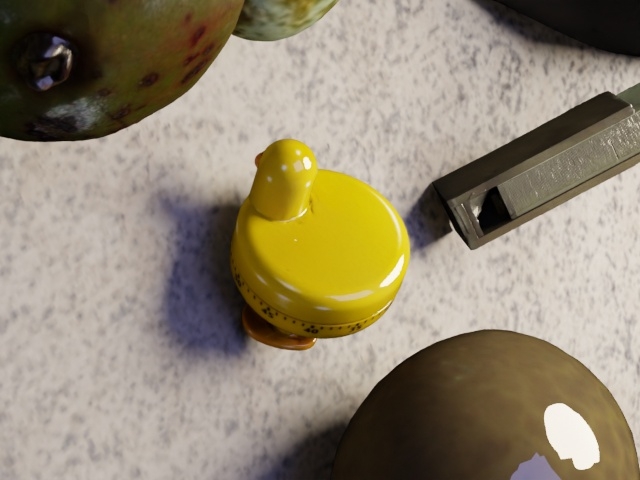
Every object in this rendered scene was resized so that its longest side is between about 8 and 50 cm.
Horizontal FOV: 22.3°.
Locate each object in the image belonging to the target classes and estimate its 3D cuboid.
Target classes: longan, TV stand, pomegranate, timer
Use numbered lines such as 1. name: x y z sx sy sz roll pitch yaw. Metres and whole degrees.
1. longan: 0.097 0.157 0.973 0.198 0.198 0.212 29 70 -38
2. TV stand: 0.200 -0.075 1.085 0.256 0.049 0.040 -28 110 -1
3. pomegranate: -0.139 -0.161 0.790 0.202 0.202 0.248 30 36 -38
4. timer: 0.000 0.000 0.945 0.107 0.109 0.107 8 51 -9

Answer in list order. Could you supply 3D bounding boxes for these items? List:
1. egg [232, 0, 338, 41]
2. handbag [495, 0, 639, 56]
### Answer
1. egg: -0.028 -0.227 0.903 0.169 0.169 0.231 0 95 -44
2. handbag: 0.308 -0.211 1.145 0.342 0.288 0.152 7 83 -44
